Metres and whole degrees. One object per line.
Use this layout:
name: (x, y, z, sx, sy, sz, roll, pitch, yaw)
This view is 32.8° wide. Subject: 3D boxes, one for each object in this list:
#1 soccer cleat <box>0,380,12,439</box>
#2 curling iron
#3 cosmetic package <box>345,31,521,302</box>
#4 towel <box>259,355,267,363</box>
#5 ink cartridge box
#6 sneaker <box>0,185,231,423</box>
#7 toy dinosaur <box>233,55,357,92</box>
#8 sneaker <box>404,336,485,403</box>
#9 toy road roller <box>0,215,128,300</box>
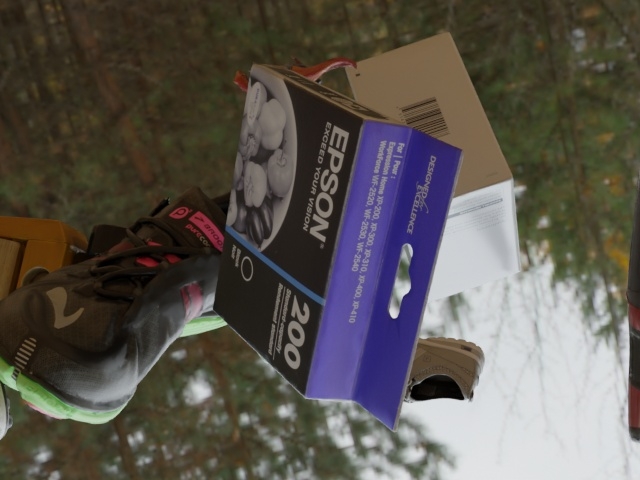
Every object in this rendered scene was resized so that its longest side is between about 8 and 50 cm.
soccer cleat: (-0.452, 0.227, 1.238, 0.116, 0.108, 0.318, -6, 158, -36)
curling iron: (0.296, 0.058, 0.976, 0.068, 0.274, 0.035, -15, -168, -41)
cosmetic package: (0.140, -0.083, 1.311, 0.138, 0.224, 0.224, -18, 149, 2)
towel: (-0.111, 0.114, 1.593, 0.023, 0.113, 0.152, -26, 155, -9)
ink cartridge box: (0.000, 0.000, 0.770, 0.045, 0.206, 0.208, -2, -158, -35)
sneaker: (-0.195, 0.039, 1.213, 0.202, 0.185, 0.483, -57, 171, 28)
toy dinosaur: (-0.029, -0.131, 0.858, 0.090, 0.047, 0.082, -31, 179, 23)
sneaker: (0.137, 0.220, 1.856, 0.281, 0.105, 0.115, 0, -141, 12)
toy road roller: (-0.385, 0.096, 1.717, 0.330, 0.202, 0.240, 5, 165, 17)
